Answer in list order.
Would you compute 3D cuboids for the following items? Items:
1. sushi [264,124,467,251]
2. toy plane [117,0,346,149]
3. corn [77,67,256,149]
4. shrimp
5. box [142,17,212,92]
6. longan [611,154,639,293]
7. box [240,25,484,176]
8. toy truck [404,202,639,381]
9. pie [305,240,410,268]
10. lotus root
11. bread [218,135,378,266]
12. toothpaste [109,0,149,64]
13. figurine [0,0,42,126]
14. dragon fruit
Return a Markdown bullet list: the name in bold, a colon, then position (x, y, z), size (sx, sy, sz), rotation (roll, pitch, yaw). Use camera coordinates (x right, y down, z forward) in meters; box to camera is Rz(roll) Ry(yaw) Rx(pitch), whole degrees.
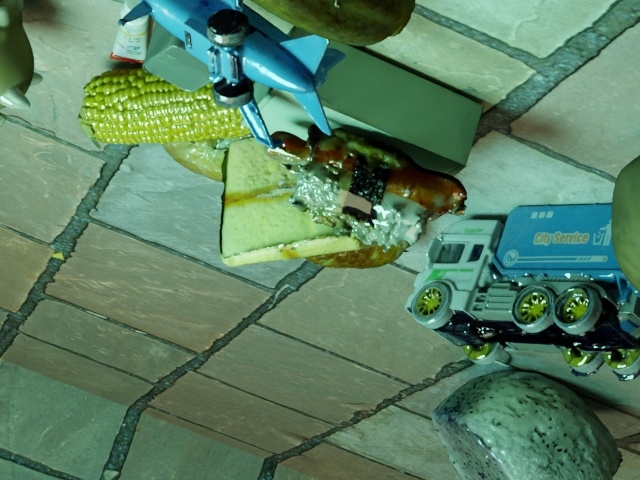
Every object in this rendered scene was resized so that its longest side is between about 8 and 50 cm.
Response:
- **sushi**: position (0.043, -0.054, 1.780), size (0.226, 0.103, 0.097), rotation (23, 160, 7)
- **toy plane**: position (-0.094, -0.207, 1.677), size (0.271, 0.105, 0.254), rotation (26, 141, 25)
- **corn**: position (-0.168, -0.157, 1.956), size (0.260, 0.091, 0.091), rotation (2, -164, 29)
- **shrimp**: position (-0.103, -0.130, 2.031), size (0.145, 0.061, 0.267), rotation (38, 155, -27)
- **box**: position (-0.139, -0.213, 1.814), size (0.084, 0.069, 0.122), rotation (27, 159, -19)
- **longan**: position (0.394, -0.008, 1.721), size (0.212, 0.198, 0.198), rotation (34, 156, -29)
- **box**: position (0.045, -0.139, 1.825), size (0.225, 0.086, 0.129), rotation (23, 159, -13)
- **toy truck**: position (0.284, 0.059, 2.014), size (0.367, 0.175, 0.146), rotation (0, 152, 42)
- **pie**: position (0.030, -0.023, 2.175), size (0.193, 0.079, 0.163), rotation (10, 147, 11)
- **lotus root**: position (-0.013, -0.256, 1.494), size (0.241, 0.124, 0.123), rotation (25, -169, -26)
- **bread**: position (0.001, 0.001, 1.993), size (0.168, 0.163, 0.264), rotation (-10, 147, 17)
- **toothpaste**: position (-0.212, -0.232, 1.892), size (0.048, 0.031, 0.190), rotation (9, 165, -7)
- **figurine**: position (-0.410, -0.240, 1.862), size (0.173, 0.247, 0.177), rotation (-21, -179, 5)
- **dragon fruit**: position (0.322, 0.299, 2.629), size (0.221, 0.204, 0.283), rotation (56, 165, -16)
